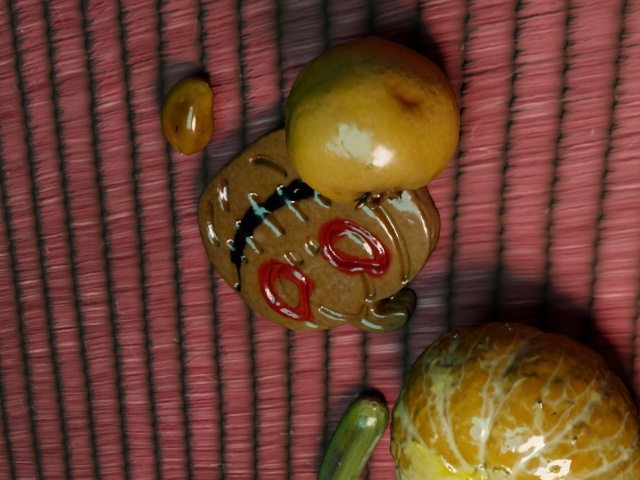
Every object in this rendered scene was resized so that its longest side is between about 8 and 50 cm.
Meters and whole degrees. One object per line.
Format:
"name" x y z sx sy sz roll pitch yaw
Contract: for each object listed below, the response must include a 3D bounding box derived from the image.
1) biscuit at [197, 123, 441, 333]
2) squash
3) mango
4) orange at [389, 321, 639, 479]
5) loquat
"biscuit" -0.001 0.001 2.216 0.314 0.063 0.367 51 134 -5
"squash" 0.043 0.298 2.396 0.066 0.066 0.229 32 134 12
"mango" -0.172 -0.165 2.217 0.080 0.060 0.114 46 139 21
"orange" 0.247 0.250 2.090 0.329 0.249 0.329 12 123 20
"loquat" 0.059 -0.137 1.979 0.208 0.208 0.208 18 129 24
